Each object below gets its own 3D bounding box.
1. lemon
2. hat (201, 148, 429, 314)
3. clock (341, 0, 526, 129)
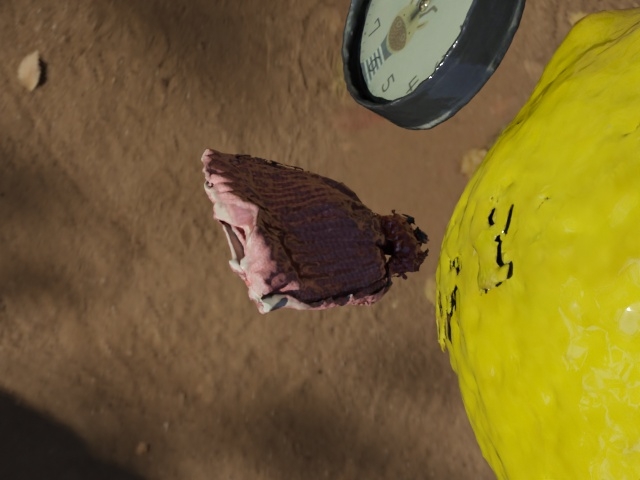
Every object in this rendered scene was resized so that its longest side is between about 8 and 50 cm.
[{"bbox_3d":[0.240,0.047,0.588,0.350,0.350,0.387,-34,84,15],"label":"lemon"},{"bbox_3d":[0.000,0.000,1.421,0.286,0.237,0.107,6,138,-35],"label":"hat"},{"bbox_3d":[0.080,-0.174,0.925,0.040,0.184,0.184,18,116,-30],"label":"clock"}]
